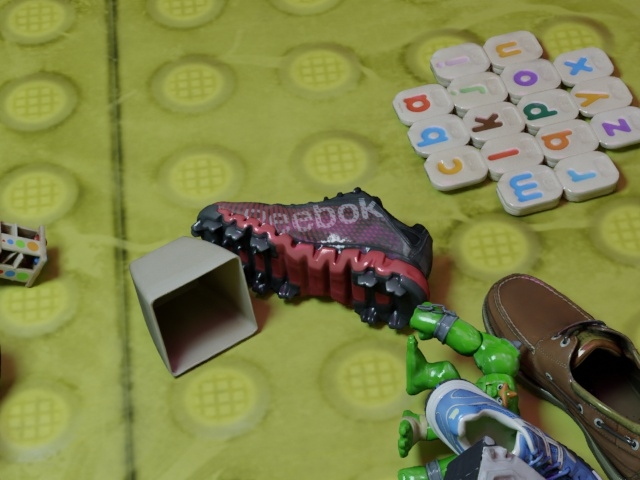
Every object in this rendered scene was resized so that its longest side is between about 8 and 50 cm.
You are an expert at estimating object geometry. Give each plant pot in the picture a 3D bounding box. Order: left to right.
[{"bbox_3d":[-0.146,0.059,1.654,0.109,0.109,0.096,-29,41,-20],"label":"plant pot"}]

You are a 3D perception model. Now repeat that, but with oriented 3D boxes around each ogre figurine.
[{"bbox_3d":[0.141,0.161,1.547,0.118,0.097,0.197,2,49,7],"label":"ogre figurine"}]

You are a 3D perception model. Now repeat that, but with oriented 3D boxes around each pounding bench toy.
[{"bbox_3d":[-0.346,0.023,1.729,0.065,0.083,0.052,13,45,-28],"label":"pounding bench toy"}]

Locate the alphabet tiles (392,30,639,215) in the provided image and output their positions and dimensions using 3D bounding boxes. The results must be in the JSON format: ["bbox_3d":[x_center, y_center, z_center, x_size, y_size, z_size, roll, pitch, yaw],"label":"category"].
[{"bbox_3d":[0.241,-0.146,1.859,0.278,0.021,0.284,-14,50,-10],"label":"alphabet tiles"}]

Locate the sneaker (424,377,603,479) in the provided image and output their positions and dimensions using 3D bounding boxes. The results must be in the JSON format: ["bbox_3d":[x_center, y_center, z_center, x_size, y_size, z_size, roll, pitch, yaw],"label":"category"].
[{"bbox_3d":[0.189,0.213,1.462,0.211,0.081,0.080,33,93,-10],"label":"sneaker"}]

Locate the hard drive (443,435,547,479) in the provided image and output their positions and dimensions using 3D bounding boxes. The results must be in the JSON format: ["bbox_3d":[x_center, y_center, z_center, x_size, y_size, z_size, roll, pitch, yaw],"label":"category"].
[{"bbox_3d":[0.183,0.348,1.280,0.237,0.064,0.339,40,34,-12],"label":"hard drive"}]

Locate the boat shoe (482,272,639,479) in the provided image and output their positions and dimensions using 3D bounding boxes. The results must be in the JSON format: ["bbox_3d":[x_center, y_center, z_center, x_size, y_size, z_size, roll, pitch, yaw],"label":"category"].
[{"bbox_3d":[0.275,0.124,1.566,0.110,0.104,0.307,-28,53,-19],"label":"boat shoe"}]

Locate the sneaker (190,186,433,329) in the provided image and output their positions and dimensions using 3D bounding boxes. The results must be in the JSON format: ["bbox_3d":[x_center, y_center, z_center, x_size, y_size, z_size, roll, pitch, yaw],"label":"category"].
[{"bbox_3d":[0.000,0.000,1.695,0.276,0.098,0.135,15,52,13],"label":"sneaker"}]
